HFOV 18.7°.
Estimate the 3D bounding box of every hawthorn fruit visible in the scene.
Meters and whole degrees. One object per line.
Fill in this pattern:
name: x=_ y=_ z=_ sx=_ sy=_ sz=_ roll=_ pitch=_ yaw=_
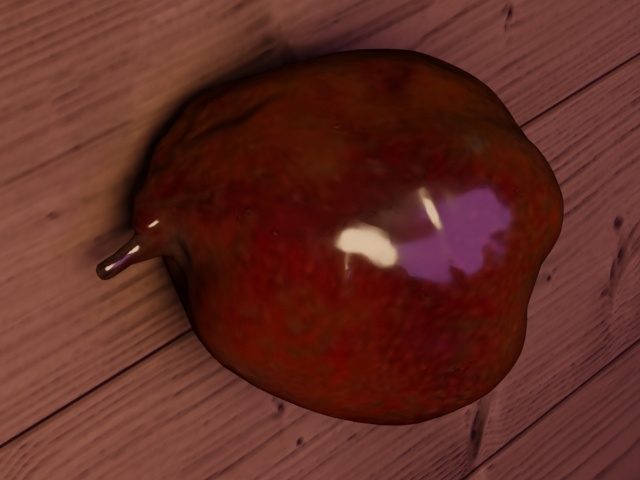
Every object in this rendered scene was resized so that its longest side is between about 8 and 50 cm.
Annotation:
hawthorn fruit: x=0.000 y=0.000 z=1.053 sx=0.248 sy=0.208 sz=0.208 roll=1 pitch=106 yaw=-27
